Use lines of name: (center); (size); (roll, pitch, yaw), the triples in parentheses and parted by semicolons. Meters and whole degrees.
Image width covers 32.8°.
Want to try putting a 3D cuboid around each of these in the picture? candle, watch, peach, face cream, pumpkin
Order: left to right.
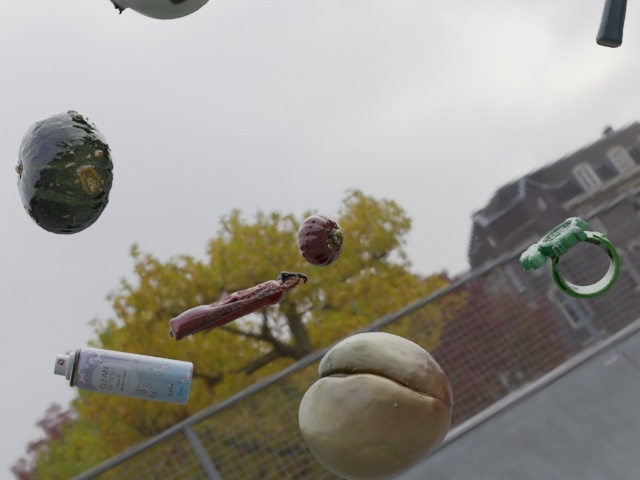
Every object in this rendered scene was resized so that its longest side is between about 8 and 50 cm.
pumpkin: (-0.393, -0.103, 1.676); (0.146, 0.190, 0.190); (-13, -23, -17)
face cream: (-0.335, 0.228, 1.850); (0.229, 0.075, 0.075); (9, -28, -9)
candle: (-0.167, 0.130, 2.211); (0.302, 0.059, 0.084); (-23, 2, -6)
peach: (0.108, 0.310, 2.031); (0.292, 0.292, 0.247); (-26, -50, -18)
watch: (0.499, 0.046, 2.151); (0.165, 0.152, 0.131); (-40, 5, 11)

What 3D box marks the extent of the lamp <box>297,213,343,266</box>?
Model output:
lamp: (0.000, 0.000, 2.051); (0.090, 0.101, 0.101); (-8, 0, 38)

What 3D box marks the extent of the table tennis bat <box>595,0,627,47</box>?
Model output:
table tennis bat: (0.390, -0.375, 1.394); (0.154, 0.274, 0.021); (12, -13, 2)

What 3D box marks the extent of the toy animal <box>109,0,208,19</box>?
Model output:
toy animal: (-0.265, -0.531, 1.835); (0.251, 0.310, 0.251); (0, -9, 0)
